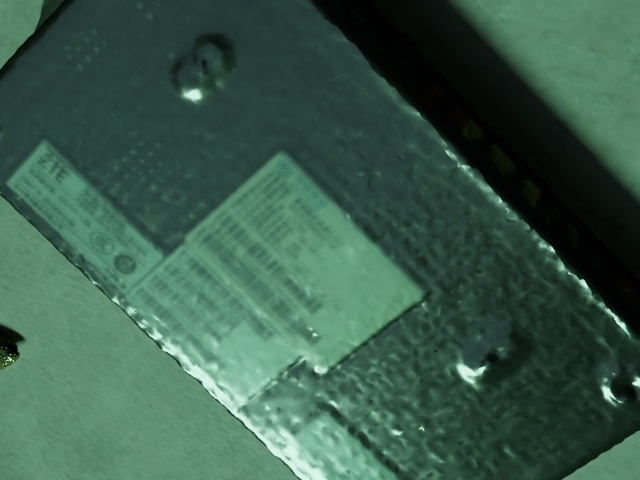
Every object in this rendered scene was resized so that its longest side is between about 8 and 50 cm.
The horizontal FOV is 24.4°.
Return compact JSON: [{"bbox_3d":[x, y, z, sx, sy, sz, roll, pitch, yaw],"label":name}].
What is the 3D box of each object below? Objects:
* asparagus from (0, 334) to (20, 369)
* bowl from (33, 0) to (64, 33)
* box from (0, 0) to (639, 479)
[{"bbox_3d":[-0.316,0.094,1.319,0.165,0.030,0.036,5,112,46],"label":"asparagus"},{"bbox_3d":[-0.111,-0.057,0.854,0.189,0.086,0.189,26,147,19],"label":"bowl"},{"bbox_3d":[0.000,0.000,0.756,0.350,0.058,0.211,44,122,-9],"label":"box"}]
